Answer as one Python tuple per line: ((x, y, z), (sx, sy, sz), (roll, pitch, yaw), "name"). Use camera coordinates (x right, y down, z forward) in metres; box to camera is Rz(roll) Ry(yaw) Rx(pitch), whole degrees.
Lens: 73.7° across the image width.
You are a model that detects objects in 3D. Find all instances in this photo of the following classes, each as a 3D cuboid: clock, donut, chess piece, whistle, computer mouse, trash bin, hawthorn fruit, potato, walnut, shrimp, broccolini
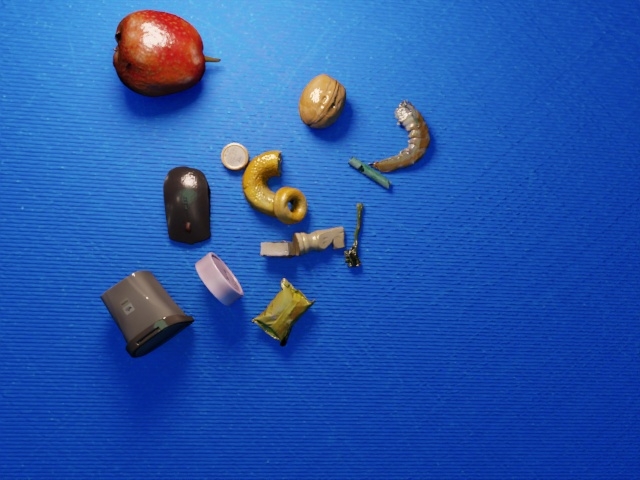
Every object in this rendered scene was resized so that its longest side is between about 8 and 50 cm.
((-0.364, 0.139, 1.544), (0.068, 0.197, 0.196), (-37, 94, -3), "clock")
((-0.226, -0.215, 1.607), (0.152, 0.101, 0.258), (2, 95, 1), "donut")
((0.000, 0.000, 1.638), (0.201, 0.090, 0.090), (-10, 92, -16), "chess piece")
((0.194, -0.264, 1.666), (0.186, 0.039, 0.039), (32, 88, -5), "whistle")
((-0.494, -0.129, 1.583), (0.169, 0.087, 0.295), (-4, 94, -8), "computer mouse")
((-0.624, 0.253, 1.525), (0.220, 0.219, 0.250), (-35, 87, -5), "trash bin")
((-0.107, -0.129, 1.589), (0.152, 0.058, 0.151), (-7, 99, -47), "donut")
((-0.532, -0.650, 1.498), (0.369, 0.285, 0.284), (-10, 92, -25), "hawthorn fruit")
((-0.163, 0.035, 1.607), (0.122, 0.086, 0.061), (-1, 83, 17), "potato")
((0.006, -0.512, 1.587), (0.165, 0.165, 0.197), (31, 81, -5), "walnut")
((0.330, -0.382, 1.672), (0.185, 0.068, 0.286), (28, 98, -1), "shrimp")
((0.135, -0.020, 1.673), (0.058, 0.071, 0.254), (2, 82, 28), "broccolini")

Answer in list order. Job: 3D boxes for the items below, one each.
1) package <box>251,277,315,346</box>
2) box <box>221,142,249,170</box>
((-0.137, 0.272, 1.620), (0.168, 0.090, 0.226), (38, 90, -7), "package")
((-0.324, -0.316, 1.620), (0.106, 0.037, 0.105), (0, 91, -6), "box")
